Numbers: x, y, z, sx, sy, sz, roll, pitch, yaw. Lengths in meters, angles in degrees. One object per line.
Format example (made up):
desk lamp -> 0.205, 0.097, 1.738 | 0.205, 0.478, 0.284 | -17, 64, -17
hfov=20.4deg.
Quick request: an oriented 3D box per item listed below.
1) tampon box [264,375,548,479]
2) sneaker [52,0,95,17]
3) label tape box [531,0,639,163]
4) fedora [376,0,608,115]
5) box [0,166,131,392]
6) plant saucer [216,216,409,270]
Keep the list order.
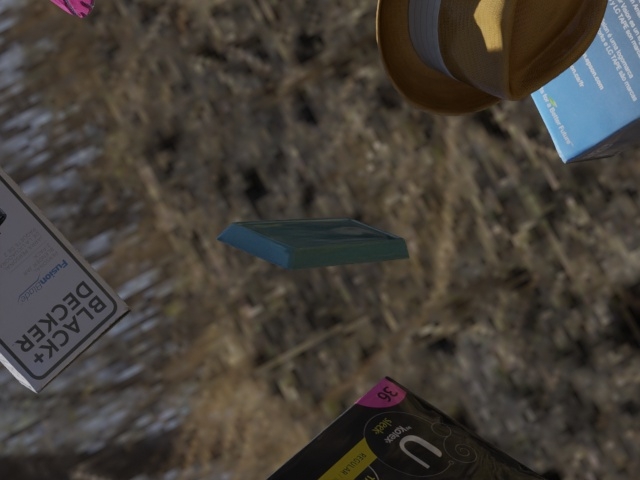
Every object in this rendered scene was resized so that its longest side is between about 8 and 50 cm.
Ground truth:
tampon box -> 0.018, 0.172, 0.848 | 0.101, 0.120, 0.161 | 32, 125, 17
sneaker -> -0.211, -0.326, 1.716 | 0.103, 0.111, 0.252 | 36, 149, -6
label tape box -> 0.306, -0.249, 1.523 | 0.106, 0.333, 0.241 | -8, -111, -53
fedora -> 0.128, -0.157, 1.156 | 0.079, 0.194, 0.194 | 44, 167, 44
box -> -0.269, -0.027, 1.255 | 0.290, 0.087, 0.169 | 48, 168, -8
plant saucer -> 0.000, 0.000, 1.335 | 0.067, 0.018, 0.192 | 22, -169, 26
